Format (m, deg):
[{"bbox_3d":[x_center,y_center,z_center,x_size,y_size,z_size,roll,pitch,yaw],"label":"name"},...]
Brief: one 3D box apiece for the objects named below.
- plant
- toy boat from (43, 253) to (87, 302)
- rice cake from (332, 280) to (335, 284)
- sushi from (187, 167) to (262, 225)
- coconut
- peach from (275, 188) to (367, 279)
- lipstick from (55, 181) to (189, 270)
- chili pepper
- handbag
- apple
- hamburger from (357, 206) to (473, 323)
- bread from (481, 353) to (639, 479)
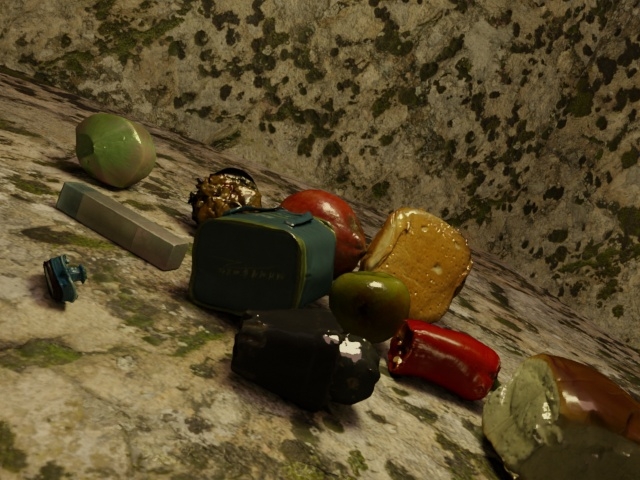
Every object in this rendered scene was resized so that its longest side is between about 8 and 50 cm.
[{"bbox_3d":[-0.021,0.193,1.036,0.256,0.141,0.164,17,12,-13],"label":"plant"},{"bbox_3d":[-0.423,0.060,1.021,0.061,0.060,0.137,-7,21,-30],"label":"toy boat"},{"bbox_3d":[-0.072,0.081,1.601,0.336,0.063,0.066,19,18,-27],"label":"rice cake"},{"bbox_3d":[-0.254,-0.086,1.684,0.200,0.213,0.204,-17,15,-14],"label":"sushi"},{"bbox_3d":[-0.581,-0.252,1.733,0.236,0.205,0.235,-20,90,-80],"label":"coconut"},{"bbox_3d":[0.000,0.000,1.479,0.257,0.232,0.232,16,3,43],"label":"peach"},{"bbox_3d":[-0.444,-0.035,1.370,0.318,0.068,0.066,27,11,16],"label":"lipstick"},{"bbox_3d":[0.320,0.277,1.339,0.339,0.134,0.131,22,9,-8],"label":"chili pepper"},{"bbox_3d":[-0.113,0.042,1.281,0.263,0.222,0.241,11,8,15],"label":"handbag"},{"bbox_3d":[0.110,0.150,1.409,0.197,0.156,0.196,10,8,-1],"label":"apple"},{"bbox_3d":[0.265,0.075,1.722,0.284,0.304,0.174,34,3,5],"label":"hamburger"},{"bbox_3d":[0.468,0.347,1.111,0.279,0.224,0.250,27,13,-7],"label":"bread"}]
